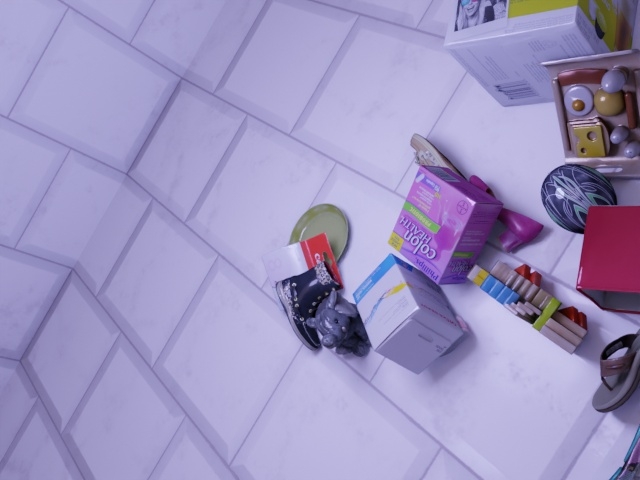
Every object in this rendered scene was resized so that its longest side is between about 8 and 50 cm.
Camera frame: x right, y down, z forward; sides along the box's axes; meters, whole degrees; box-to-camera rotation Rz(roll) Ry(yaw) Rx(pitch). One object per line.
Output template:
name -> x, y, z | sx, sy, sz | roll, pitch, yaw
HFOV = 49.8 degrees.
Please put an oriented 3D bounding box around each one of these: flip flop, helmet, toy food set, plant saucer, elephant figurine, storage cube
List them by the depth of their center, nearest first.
flip flop -> 0.633, 0.240, 1.434 | 0.080, 0.112, 0.277 | 22, 122, 7
storage cube -> 0.685, 0.045, 1.476 | 0.215, 0.183, 0.193 | 1, 71, 42
toy food set -> 0.646, -0.288, 1.616 | 0.219, 0.306, 0.092 | 2, 30, 42
helmet -> 0.607, -0.098, 1.621 | 0.169, 0.161, 0.169 | -18, 60, 35
elephant figurine -> 0.045, 0.225, 1.913 | 0.186, 0.239, 0.169 | 3, 74, 42
plant saucer -> 0.000, 0.000, 2.194 | 0.241, 0.037, 0.241 | -18, 61, 34

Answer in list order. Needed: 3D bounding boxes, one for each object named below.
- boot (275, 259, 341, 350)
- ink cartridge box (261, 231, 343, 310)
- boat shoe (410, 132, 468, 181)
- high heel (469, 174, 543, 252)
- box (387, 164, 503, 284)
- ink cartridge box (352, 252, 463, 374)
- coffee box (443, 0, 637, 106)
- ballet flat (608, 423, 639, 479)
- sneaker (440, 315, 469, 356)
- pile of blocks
boot -> -0.013, 0.192, 2.059 | 0.178, 0.085, 0.236 | -30, 80, 15
ink cartridge box -> -0.060, 0.098, 2.134 | 0.232, 0.066, 0.189 | -24, 82, 39
boat shoe -> 0.327, -0.199, 1.950 | 0.089, 0.104, 0.285 | -45, 49, 15
high heel -> 0.476, -0.094, 1.783 | 0.117, 0.082, 0.244 | -40, 53, 31
box -> 0.321, -0.043, 1.807 | 0.213, 0.117, 0.243 | 43, 123, 41
ink cartridge box -> 0.219, 0.189, 1.783 | 0.168, 0.171, 0.233 | -48, 31, 19
coffee box -> 0.569, -0.576, 1.744 | 0.338, 0.337, 0.334 | 2, 72, 42
ballet flat -> 0.642, 0.475, 1.407 | 0.079, 0.077, 0.221 | 32, 93, 25
sneaker -> 0.327, 0.248, 1.794 | 0.134, 0.051, 0.070 | -43, 35, 27
pile of blocks -> 0.491, 0.125, 1.633 | 0.113, 0.149, 0.362 | -56, 46, 7
